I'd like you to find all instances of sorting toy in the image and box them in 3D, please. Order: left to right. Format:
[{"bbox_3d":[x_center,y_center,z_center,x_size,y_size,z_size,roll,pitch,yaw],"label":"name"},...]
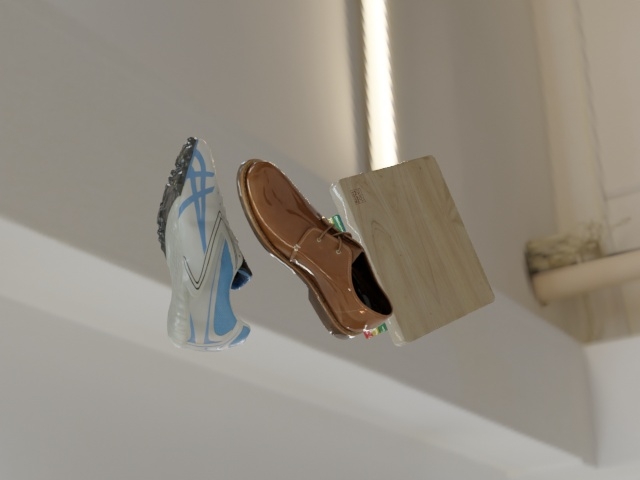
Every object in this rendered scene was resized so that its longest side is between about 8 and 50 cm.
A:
[{"bbox_3d":[0.124,0.019,1.752,0.255,0.089,0.257,-18,-96,-49],"label":"sorting toy"}]

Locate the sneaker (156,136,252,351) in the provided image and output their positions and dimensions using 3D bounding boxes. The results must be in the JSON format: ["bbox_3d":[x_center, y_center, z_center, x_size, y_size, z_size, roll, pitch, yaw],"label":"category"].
[{"bbox_3d":[-0.115,0.004,1.142,0.086,0.085,0.237,7,-121,-24],"label":"sneaker"}]

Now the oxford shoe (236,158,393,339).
[{"bbox_3d":[0.000,0.000,1.108,0.212,0.076,0.076,52,-133,-16],"label":"oxford shoe"}]
